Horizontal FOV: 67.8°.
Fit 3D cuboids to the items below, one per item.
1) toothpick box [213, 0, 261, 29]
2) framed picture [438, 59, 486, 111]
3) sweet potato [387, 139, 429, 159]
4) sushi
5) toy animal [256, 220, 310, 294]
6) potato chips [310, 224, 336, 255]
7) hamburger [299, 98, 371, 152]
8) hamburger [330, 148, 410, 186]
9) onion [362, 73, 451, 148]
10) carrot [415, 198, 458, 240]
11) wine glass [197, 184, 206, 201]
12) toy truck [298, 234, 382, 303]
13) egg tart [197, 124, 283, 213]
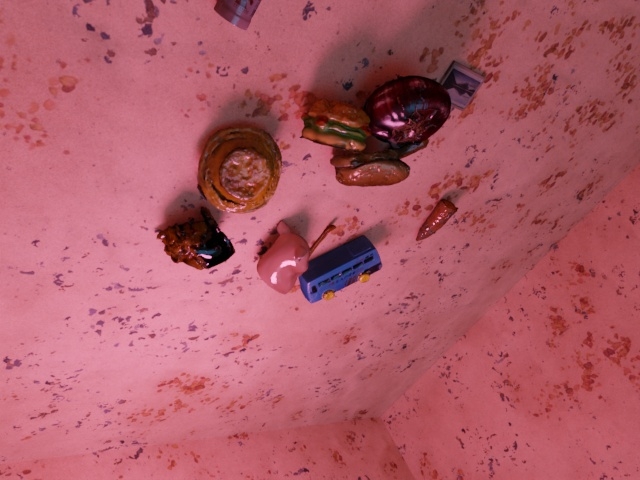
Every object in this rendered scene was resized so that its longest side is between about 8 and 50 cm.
[{"bbox_3d":[-0.194,-0.628,1.208,0.098,0.098,0.149,12,125,-42],"label":"toothpick box"},{"bbox_3d":[0.525,-0.582,1.812,0.203,0.015,0.150,7,126,-39],"label":"framed picture"},{"bbox_3d":[0.308,-0.353,1.861,0.243,0.077,0.077,-23,142,7],"label":"sweet potato"},{"bbox_3d":[-0.435,0.006,1.660,0.204,0.213,0.200,-34,121,-20],"label":"sushi"},{"bbox_3d":[-0.136,0.091,1.941,0.256,0.195,0.213,-49,147,15],"label":"toy animal"},{"bbox_3d":[0.000,0.000,2.061,0.026,0.037,0.204,23,122,-35],"label":"potato chips"},{"bbox_3d":[0.051,-0.380,1.549,0.237,0.237,0.149,2,110,-35],"label":"hamburger"},{"bbox_3d":[0.180,-0.259,1.737,0.284,0.265,0.135,-7,102,-1],"label":"hamburger"},{"bbox_3d":[0.292,-0.450,1.636,0.313,0.233,0.314,-5,163,-2],"label":"onion"},{"bbox_3d":[0.545,-0.086,2.306,0.101,0.102,0.263,8,132,-39],"label":"carrot"},{"bbox_3d":[-0.287,-0.224,1.600,0.262,0.074,0.074,-30,142,-5],"label":"wine glass"},{"bbox_3d":[0.081,0.132,2.165,0.384,0.161,0.162,-26,130,-7],"label":"toy truck"},{"bbox_3d":[-0.248,-0.218,1.512,0.293,0.123,0.294,-6,110,-16],"label":"egg tart"}]
